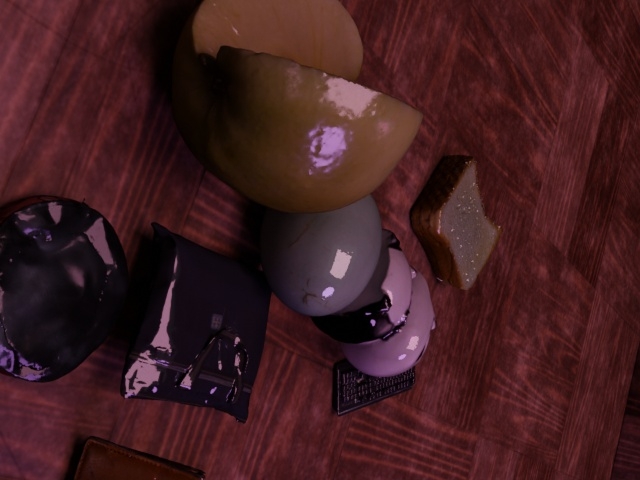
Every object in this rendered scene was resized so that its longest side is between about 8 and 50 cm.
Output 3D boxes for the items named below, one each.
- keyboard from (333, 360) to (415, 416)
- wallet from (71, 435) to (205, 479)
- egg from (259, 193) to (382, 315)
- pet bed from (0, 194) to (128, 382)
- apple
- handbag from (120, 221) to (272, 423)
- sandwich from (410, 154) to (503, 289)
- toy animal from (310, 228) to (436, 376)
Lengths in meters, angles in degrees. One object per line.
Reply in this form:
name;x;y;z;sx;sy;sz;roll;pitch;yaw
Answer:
keyboard;0.097;0.238;1.431;0.230;0.025;0.094;-8;99;-51
wallet;-0.220;0.332;0.928;0.042;0.161;0.195;35;68;-72
egg;0.000;0.000;1.136;0.231;0.168;0.168;-80;149;-42
pet bed;-0.287;0.047;0.879;0.201;0.053;0.201;-14;108;-50
apple;-0.045;-0.160;0.997;0.257;0.295;0.233;-3;137;-41
handbag;-0.147;0.113;1.042;0.254;0.088;0.211;30;64;-56
sandwich;0.258;-0.031;1.561;0.186;0.065;0.215;-54;134;-32
toy animal;0.086;0.106;1.278;0.235;0.165;0.187;50;40;-41
